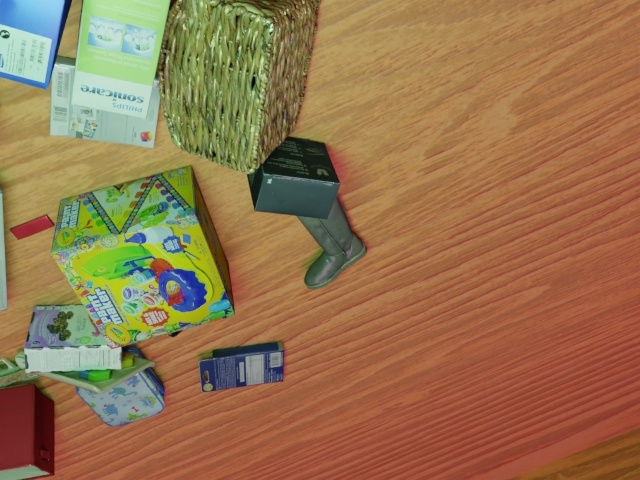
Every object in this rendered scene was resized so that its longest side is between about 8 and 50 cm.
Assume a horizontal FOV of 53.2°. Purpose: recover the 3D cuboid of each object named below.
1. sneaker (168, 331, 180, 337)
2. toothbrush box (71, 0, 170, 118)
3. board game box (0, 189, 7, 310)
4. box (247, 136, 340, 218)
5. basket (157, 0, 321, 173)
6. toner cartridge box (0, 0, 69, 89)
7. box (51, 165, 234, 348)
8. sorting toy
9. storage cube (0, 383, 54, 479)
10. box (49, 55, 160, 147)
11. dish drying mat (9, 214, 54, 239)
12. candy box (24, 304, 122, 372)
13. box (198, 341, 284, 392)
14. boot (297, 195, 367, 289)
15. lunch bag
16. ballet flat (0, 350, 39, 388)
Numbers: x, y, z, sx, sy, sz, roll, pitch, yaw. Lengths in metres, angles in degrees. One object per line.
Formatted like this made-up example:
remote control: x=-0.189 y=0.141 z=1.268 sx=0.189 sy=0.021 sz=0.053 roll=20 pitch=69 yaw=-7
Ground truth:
sneaker: x=-0.372 y=0.200 z=1.530 sx=0.162 sy=0.073 sz=0.063 roll=-19 pitch=132 yaw=0
toothbrush box: x=-0.302 y=-0.368 z=0.985 sx=0.122 sy=0.206 sz=0.283 roll=6 pitch=128 yaw=-21
board game box: x=-0.763 y=0.031 z=1.199 sx=0.301 sy=0.086 sz=0.308 roll=-12 pitch=135 yaw=-36
box: x=-0.060 y=-0.131 z=1.284 sx=0.155 sy=0.158 sz=0.093 roll=6 pitch=127 yaw=-19
basket: x=-0.151 y=-0.311 z=1.151 sx=0.213 sy=0.223 sz=0.299 roll=20 pitch=128 yaw=10
toner cartridge box: x=-0.375 y=-0.363 z=0.873 sx=0.075 sy=0.348 sz=0.165 roll=13 pitch=124 yaw=-24
box: x=-0.355 y=0.039 z=1.333 sx=0.279 sy=0.177 sz=0.290 roll=-15 pitch=131 yaw=-1
sorting toy: x=-0.511 y=0.281 z=1.453 sx=0.192 sy=0.208 sz=0.038 roll=9 pitch=100 yaw=21
storage cube: x=-0.761 y=0.473 z=1.536 sx=0.214 sy=0.193 sz=0.184 roll=-7 pitch=154 yaw=-9
box: x=-0.392 y=-0.250 z=1.171 sx=0.186 sy=0.038 sz=0.145 roll=5 pitch=128 yaw=-18
dish drying mat: x=-0.595 y=-0.027 z=1.320 sx=0.083 sy=0.008 sz=0.032 roll=-21 pitch=131 yaw=3
candy box: x=-0.544 y=0.214 z=1.429 sx=0.196 sy=0.165 sz=0.070 roll=0 pitch=118 yaw=-17
box: x=-0.212 y=0.341 z=1.718 sx=0.225 sy=0.037 sz=0.136 roll=-6 pitch=130 yaw=-12
boot: x=-0.002 y=-0.001 z=1.466 sx=0.189 sy=0.076 sz=0.208 roll=-40 pitch=137 yaw=0
lunch bag: x=-0.501 y=0.374 z=1.629 sx=0.176 sy=0.090 sz=0.219 roll=-19 pitch=132 yaw=2
ballet flat: x=-0.727 y=0.303 z=1.523 sx=0.206 sy=0.073 sz=0.067 roll=-21 pitch=117 yaw=-3
